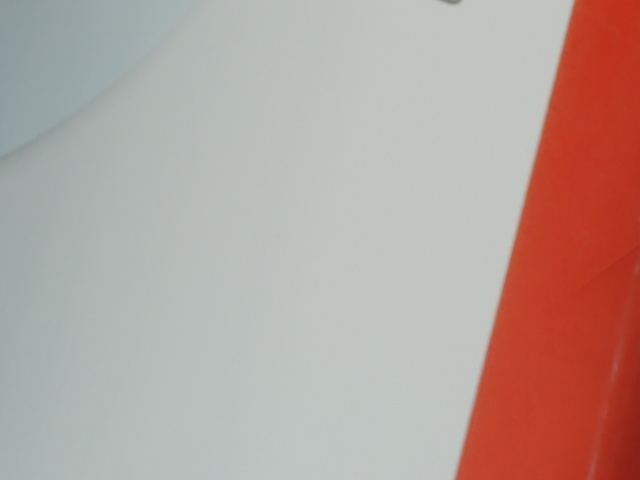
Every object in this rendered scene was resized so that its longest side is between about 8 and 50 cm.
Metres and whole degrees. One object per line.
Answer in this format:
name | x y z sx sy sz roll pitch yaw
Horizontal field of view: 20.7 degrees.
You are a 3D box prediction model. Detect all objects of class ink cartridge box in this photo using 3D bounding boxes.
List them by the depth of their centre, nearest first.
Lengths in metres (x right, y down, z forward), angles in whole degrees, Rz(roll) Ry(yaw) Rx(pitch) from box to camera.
ink cartridge box | 0.000 0.000 0.379 0.385 0.308 0.091 8 -18 26
